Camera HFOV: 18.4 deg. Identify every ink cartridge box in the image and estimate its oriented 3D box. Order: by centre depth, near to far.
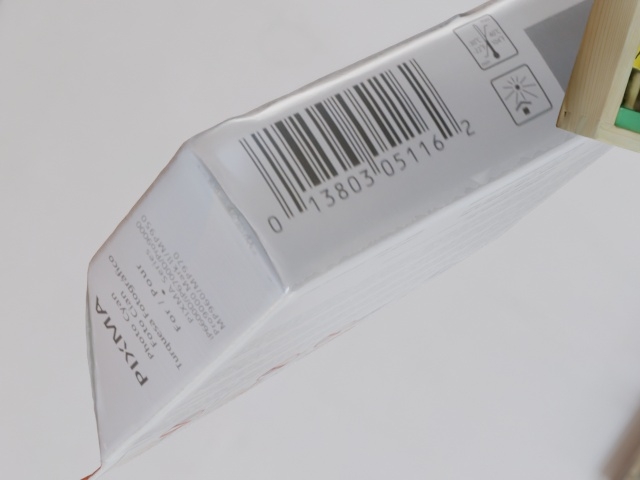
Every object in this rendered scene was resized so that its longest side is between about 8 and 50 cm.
[{"bbox_3d":[0.000,0.000,1.075,0.308,0.091,0.385,-28,174,-33],"label":"ink cartridge box"}]

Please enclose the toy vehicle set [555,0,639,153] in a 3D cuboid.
[{"bbox_3d":[0.245,-0.095,0.888,0.035,0.266,0.166,27,-78,63],"label":"toy vehicle set"}]
